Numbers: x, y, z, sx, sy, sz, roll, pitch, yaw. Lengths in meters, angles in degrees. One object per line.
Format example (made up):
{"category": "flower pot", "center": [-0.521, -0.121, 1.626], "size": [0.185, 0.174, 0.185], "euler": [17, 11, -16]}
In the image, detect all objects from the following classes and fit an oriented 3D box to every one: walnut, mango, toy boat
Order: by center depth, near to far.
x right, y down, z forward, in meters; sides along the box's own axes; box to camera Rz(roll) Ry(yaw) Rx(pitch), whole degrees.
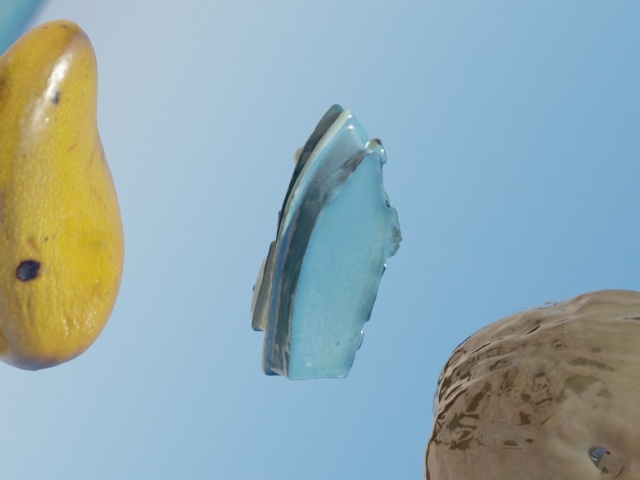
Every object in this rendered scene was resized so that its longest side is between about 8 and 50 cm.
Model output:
{"category": "walnut", "center": [0.168, 0.125, 1.131], "size": [0.224, 0.224, 0.224], "euler": [-55, -169, 15]}
{"category": "mango", "center": [-0.238, -0.033, 1.607], "size": [0.177, 0.120, 0.295], "euler": [-42, 134, -56]}
{"category": "toy boat", "center": [0.000, 0.000, 1.662], "size": [0.098, 0.109, 0.238], "euler": [42, -55, 50]}
